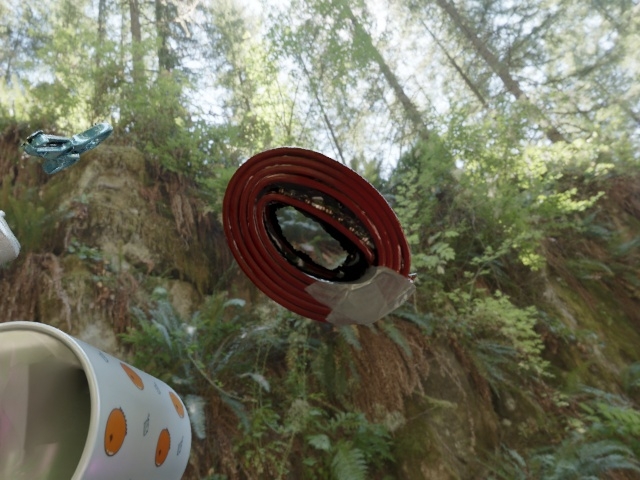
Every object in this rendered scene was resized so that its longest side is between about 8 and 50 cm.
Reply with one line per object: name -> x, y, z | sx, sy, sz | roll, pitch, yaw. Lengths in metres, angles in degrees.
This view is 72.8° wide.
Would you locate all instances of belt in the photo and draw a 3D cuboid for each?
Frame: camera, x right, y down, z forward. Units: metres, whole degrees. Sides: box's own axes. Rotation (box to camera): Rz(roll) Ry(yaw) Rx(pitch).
belt -> 0.000, 0.000, 0.678 | 0.227, 0.323, 0.115 | -50, 4, 6

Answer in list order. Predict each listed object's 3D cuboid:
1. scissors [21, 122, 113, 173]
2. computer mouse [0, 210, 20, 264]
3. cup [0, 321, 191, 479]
scissors -> -0.522, -0.191, 0.891 | 0.180, 0.393, 0.032 | -41, -71, -7
computer mouse -> -0.768, -0.006, 0.954 | 0.296, 0.121, 0.184 | -28, -71, 26
cup -> -0.291, 0.248, 0.529 | 0.212, 0.213, 0.317 | -15, -28, -3
